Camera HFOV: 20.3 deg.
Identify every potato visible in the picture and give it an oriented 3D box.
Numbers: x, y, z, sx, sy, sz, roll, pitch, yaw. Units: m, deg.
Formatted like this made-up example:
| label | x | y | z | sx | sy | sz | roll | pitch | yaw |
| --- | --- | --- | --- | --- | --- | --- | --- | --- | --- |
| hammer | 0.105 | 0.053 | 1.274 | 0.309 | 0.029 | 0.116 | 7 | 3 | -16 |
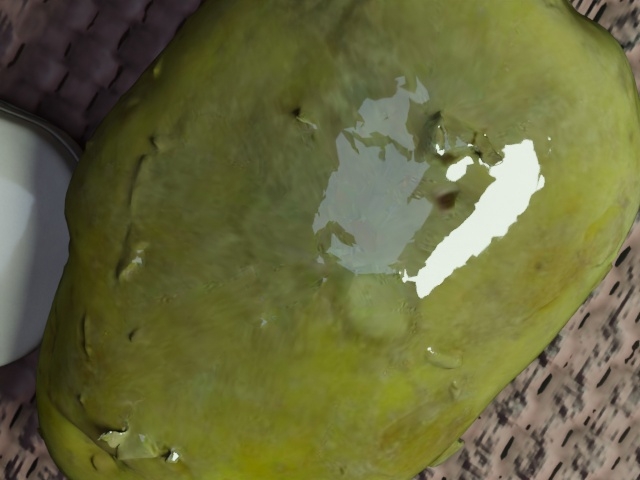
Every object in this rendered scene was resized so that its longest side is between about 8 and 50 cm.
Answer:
| label | x | y | z | sx | sy | sz | roll | pitch | yaw |
| --- | --- | --- | --- | --- | --- | --- | --- | --- | --- |
| potato | 0.000 | 0.000 | 0.702 | 0.191 | 0.141 | 0.296 | 40 | 106 | 2 |

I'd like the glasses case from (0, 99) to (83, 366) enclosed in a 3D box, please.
| label | x | y | z | sx | sy | sz | roll | pitch | yaw |
| --- | --- | --- | --- | --- | --- | --- | --- | --- | --- |
| glasses case | -0.236 | -0.038 | 0.787 | 0.296 | 0.075 | 0.113 | 22 | 102 | 11 |
